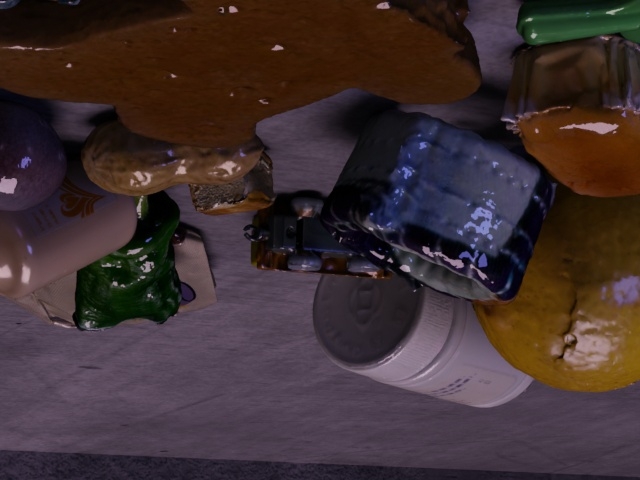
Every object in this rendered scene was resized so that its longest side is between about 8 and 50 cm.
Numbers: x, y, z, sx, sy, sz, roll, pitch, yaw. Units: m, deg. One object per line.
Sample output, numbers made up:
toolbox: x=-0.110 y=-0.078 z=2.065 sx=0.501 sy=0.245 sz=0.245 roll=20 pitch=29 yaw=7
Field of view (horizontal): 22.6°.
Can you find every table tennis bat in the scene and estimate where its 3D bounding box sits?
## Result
table tennis bat: x=0.301 y=-0.206 z=1.425 sx=0.257 sy=0.039 sz=0.160 roll=-7 pitch=164 yaw=-4

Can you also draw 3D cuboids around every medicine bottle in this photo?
medicine bottle: x=-0.318 y=0.000 z=1.693 sx=0.252 sy=0.114 sz=0.114 roll=-30 pitch=-176 yaw=-40
medicine bottle: x=0.150 y=0.115 z=2.179 sx=0.190 sy=0.190 sz=0.332 roll=-14 pitch=160 yaw=32

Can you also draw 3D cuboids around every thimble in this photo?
thimble: x=0.118 y=-0.035 z=1.661 sx=0.237 sy=0.150 sz=0.237 roll=22 pitch=169 yaw=5

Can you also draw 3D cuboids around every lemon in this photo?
lemon: x=0.307 y=0.039 z=1.823 sx=0.293 sy=0.293 sz=0.293 roll=-2 pitch=163 yaw=-1

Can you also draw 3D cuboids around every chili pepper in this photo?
chili pepper: x=-0.226 y=0.016 z=1.912 sx=0.136 sy=0.099 sz=0.270 roll=2 pitch=151 yaw=-9

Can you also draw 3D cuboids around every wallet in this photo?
wallet: x=-0.296 y=0.054 z=2.127 sx=0.335 sy=0.068 sz=0.275 roll=-8 pitch=160 yaw=12

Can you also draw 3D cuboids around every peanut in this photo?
peanut: x=-0.153 y=-0.090 z=1.644 sx=0.193 sy=0.089 sz=0.089 roll=-8 pitch=162 yaw=6

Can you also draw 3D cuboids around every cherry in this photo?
cherry: x=-0.343 y=-0.089 z=1.621 sx=0.188 sy=0.115 sz=0.148 roll=6 pitch=-160 yaw=27

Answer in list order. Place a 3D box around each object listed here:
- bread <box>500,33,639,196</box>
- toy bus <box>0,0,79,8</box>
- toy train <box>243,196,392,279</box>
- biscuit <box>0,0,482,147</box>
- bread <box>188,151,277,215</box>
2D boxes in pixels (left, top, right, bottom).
bread: x=0.278 y=-0.117 z=1.591 sx=0.136 sy=0.107 sz=0.241 roll=-7 pitch=162 yaw=23
toy bus: x=-0.255 y=-0.232 z=1.139 sx=0.182 sy=0.103 sz=0.091 roll=6 pitch=162 yaw=-10
toy train: x=0.000 y=0.000 z=1.969 sx=0.219 sy=0.089 sz=0.127 roll=4 pitch=172 yaw=-23
biscuit: x=-0.070 y=-0.179 z=1.405 sx=0.394 sy=0.076 sz=0.368 roll=-13 pitch=160 yaw=40
bread: x=-0.098 y=-0.069 z=1.752 sx=0.083 sy=0.076 sz=0.070 roll=-11 pitch=173 yaw=25
